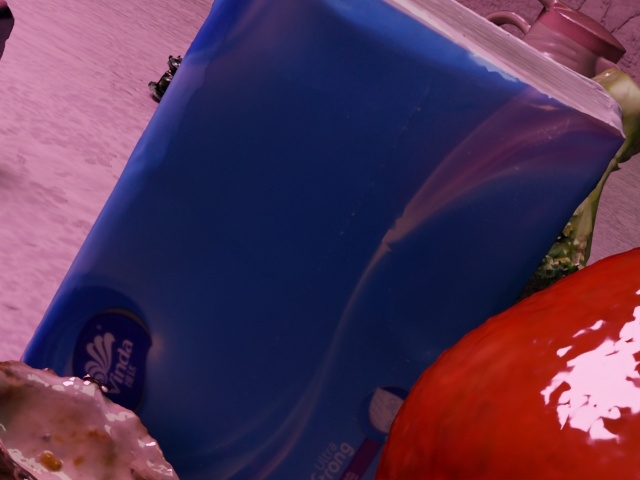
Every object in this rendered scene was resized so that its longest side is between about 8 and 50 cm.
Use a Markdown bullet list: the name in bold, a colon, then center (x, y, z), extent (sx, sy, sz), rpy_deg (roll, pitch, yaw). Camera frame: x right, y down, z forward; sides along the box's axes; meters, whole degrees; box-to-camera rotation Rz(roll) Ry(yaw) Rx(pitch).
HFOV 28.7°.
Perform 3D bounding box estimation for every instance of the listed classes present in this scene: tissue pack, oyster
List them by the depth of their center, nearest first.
- **oyster**: center (-0.111, 0.096, 0.534), extent (0.148, 0.051, 0.103), rpy_deg (45, 9, 13)
- **tissue pack**: center (0.000, 0.000, 0.625), extent (0.198, 0.263, 0.146), rpy_deg (32, 18, 1)

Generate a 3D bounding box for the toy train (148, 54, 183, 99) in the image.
- **toy train**: center (-0.121, -0.142, 1.191), extent (0.064, 0.044, 0.103), rpy_deg (43, 18, 3)

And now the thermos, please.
- **thermos**: center (0.182, -0.110, 1.230), extent (0.176, 0.265, 0.146), rpy_deg (40, 19, 31)

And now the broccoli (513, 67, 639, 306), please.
- **broccoli**: center (0.164, -0.040, 1.049), extent (0.254, 0.269, 0.269), rpy_deg (58, 10, -18)

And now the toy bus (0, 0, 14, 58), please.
- **toy bus**: center (-0.360, -0.184, 0.809), extent (0.317, 0.112, 0.138), rpy_deg (33, 28, 9)

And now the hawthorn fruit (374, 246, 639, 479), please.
- **hawthorn fruit**: center (0.147, 0.162, 0.466), extent (0.265, 0.265, 0.307), rpy_deg (23, 30, -24)
